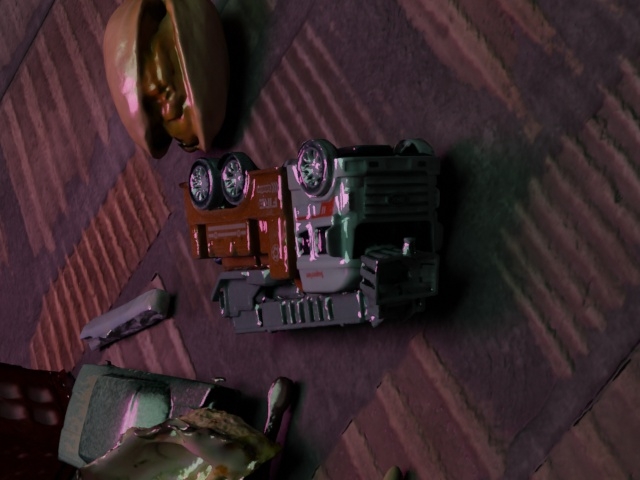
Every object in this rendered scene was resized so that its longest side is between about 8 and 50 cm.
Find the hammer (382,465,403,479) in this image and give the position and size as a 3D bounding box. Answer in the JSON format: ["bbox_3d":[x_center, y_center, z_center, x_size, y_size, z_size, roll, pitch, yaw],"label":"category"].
[{"bbox_3d":[0.113,0.237,1.225,0.195,0.028,0.060,6,74,52],"label":"hammer"}]

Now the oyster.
[{"bbox_3d":[-0.150,0.230,1.448,0.209,0.133,0.072,-46,-2,22],"label":"oyster"}]

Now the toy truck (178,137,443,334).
[{"bbox_3d":[0.000,0.000,1.397,0.338,0.133,0.185,-4,90,56],"label":"toy truck"}]

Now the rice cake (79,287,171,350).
[{"bbox_3d":[-0.241,0.101,1.772,0.180,0.030,0.042,-25,42,48],"label":"rice cake"}]

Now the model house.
[{"bbox_3d":[-0.450,0.251,1.804,0.196,0.254,0.160,-55,40,24],"label":"model house"}]

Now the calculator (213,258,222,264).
[{"bbox_3d":[-0.076,-0.029,1.612,0.141,0.019,0.094,-33,50,41],"label":"calculator"}]

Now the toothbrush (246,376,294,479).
[{"bbox_3d":[-0.082,0.313,1.443,0.041,0.040,0.364,2,76,55],"label":"toothbrush"}]

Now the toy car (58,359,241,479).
[{"bbox_3d":[-0.203,0.206,1.612,0.320,0.097,0.142,2,76,55],"label":"toy car"}]

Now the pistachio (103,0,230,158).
[{"bbox_3d":[-0.183,-0.203,1.738,0.157,0.157,0.230,-35,54,42],"label":"pistachio"}]
